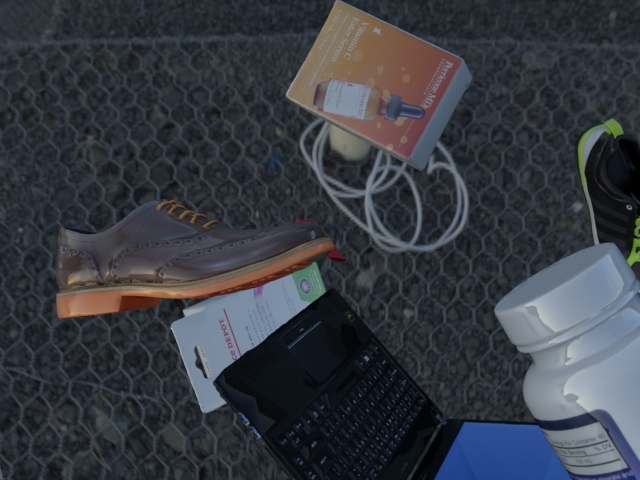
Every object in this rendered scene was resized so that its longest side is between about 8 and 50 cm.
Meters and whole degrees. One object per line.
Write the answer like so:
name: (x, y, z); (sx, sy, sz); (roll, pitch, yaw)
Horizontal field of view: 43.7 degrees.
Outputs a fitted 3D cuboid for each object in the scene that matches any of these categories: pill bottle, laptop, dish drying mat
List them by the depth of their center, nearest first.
pill bottle: (0.191, 0.101, 0.487); (0.112, 0.112, 0.186); (-31, 89, -17)
laptop: (0.089, 0.137, 0.652); (0.264, 0.136, 0.234); (49, 27, 5)
dish drying mat: (0.000, 0.000, 1.015); (0.083, 0.032, 0.008); (49, 115, 38)

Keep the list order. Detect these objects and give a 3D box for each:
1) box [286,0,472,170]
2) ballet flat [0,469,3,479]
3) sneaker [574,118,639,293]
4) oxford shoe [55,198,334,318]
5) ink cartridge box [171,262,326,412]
box: (0.071, -0.181, 0.943); (0.170, 0.091, 0.130); (29, 96, 17)
ballet flat: (-0.658, 0.416, 1.491); (0.247, 0.083, 0.087); (45, 60, -25)
sneaker: (0.367, -0.032, 0.944); (0.084, 0.097, 0.234); (-29, 102, -2)
oxford shoe: (-0.166, 0.007, 0.971); (0.364, 0.130, 0.132); (-10, 86, 12)
ink cartridge box: (-0.146, 0.198, 1.672); (0.353, 0.119, 0.207); (-21, 96, -32)
